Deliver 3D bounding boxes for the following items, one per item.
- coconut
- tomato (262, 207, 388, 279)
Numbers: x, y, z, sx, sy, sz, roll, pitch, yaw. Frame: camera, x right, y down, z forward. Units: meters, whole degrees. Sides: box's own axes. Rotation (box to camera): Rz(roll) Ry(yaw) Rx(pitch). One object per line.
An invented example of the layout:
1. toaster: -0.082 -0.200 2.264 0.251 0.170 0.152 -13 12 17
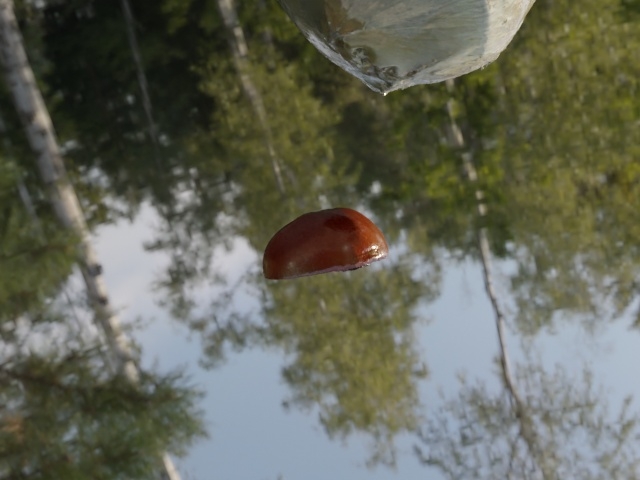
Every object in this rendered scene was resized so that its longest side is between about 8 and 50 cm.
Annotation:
1. coconut: 0.098 -0.354 1.311 0.346 0.346 0.360 11 -130 45
2. tomato: 0.000 0.000 1.239 0.156 0.069 0.155 -13 -176 1
